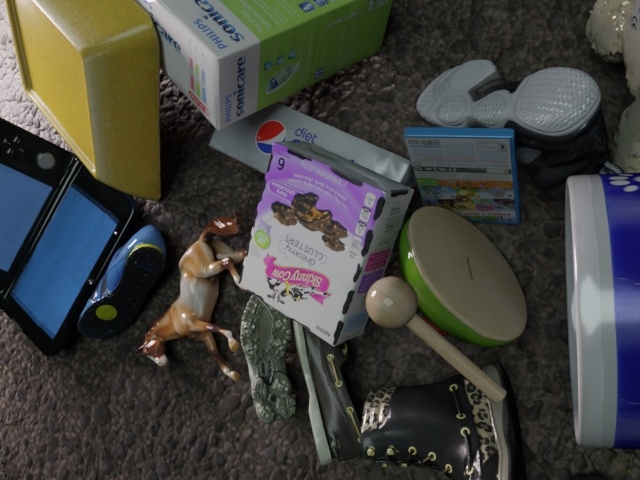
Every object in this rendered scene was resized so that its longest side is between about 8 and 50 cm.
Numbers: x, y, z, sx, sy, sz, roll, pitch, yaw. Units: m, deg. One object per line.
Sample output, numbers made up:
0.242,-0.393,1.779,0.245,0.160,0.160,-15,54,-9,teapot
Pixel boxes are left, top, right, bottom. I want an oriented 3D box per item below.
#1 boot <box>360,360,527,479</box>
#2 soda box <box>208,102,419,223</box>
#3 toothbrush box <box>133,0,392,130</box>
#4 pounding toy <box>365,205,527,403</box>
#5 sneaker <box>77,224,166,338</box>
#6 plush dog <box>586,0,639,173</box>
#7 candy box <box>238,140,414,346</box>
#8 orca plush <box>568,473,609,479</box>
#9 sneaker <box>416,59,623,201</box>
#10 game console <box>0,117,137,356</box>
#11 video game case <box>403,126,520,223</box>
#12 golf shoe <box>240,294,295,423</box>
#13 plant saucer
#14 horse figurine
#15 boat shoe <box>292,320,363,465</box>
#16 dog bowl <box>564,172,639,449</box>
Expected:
0.137,0.257,0.721,0.178,0.085,0.236,-13,45,23,boot
-0.007,-0.110,0.862,0.286,0.091,0.098,27,95,24,soda box
-0.076,-0.301,0.825,0.283,0.122,0.206,-33,67,-27,toothbrush box
0.131,0.075,0.729,0.183,0.237,0.110,43,126,-3,pounding toy
-0.305,0.065,0.983,0.209,0.069,0.082,-50,32,19,sneaker
0.435,-0.190,0.656,0.225,0.210,0.263,-6,79,-2,plush dog
0.000,0.000,0.763,0.164,0.070,0.196,28,112,30,candy box
0.259,0.352,0.684,0.287,0.151,0.102,-22,106,15,orca plush
0.232,-0.127,0.762,0.101,0.153,0.268,-49,32,-8,sneaker
-0.475,-0.008,0.994,0.293,0.250,0.173,-60,30,4,game console
0.171,-0.073,0.748,0.119,0.166,0.015,5,60,23,video game case
-0.075,0.153,0.855,0.069,0.086,0.176,-2,85,-12,golf shoe
-0.356,-0.250,0.916,0.081,0.333,0.333,-31,65,-31,plant saucer
-0.161,0.076,0.906,0.174,0.066,0.263,22,99,36,horse figurine
0.009,0.169,0.827,0.068,0.081,0.228,-11,70,-4,boat shoe
0.299,0.066,0.617,0.104,0.265,0.265,-2,82,19,dog bowl
